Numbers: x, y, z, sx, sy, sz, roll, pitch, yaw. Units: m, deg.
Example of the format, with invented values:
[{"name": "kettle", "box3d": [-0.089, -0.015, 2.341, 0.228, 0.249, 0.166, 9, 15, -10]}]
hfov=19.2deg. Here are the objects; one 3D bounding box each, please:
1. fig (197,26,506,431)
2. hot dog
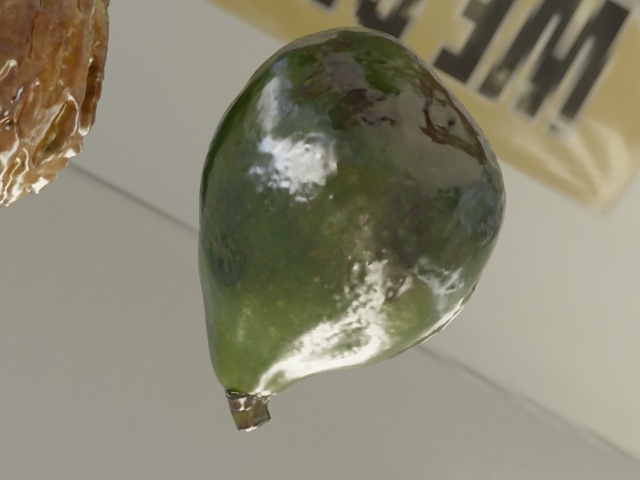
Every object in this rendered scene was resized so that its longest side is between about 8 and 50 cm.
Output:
[{"name": "fig", "box3d": [0.000, 0.000, 1.122, 0.195, 0.245, 0.195, 38, -176, -3]}, {"name": "hot dog", "box3d": [-0.283, -0.210, 1.359, 0.174, 0.387, 0.267, -33, -167, -35]}]
